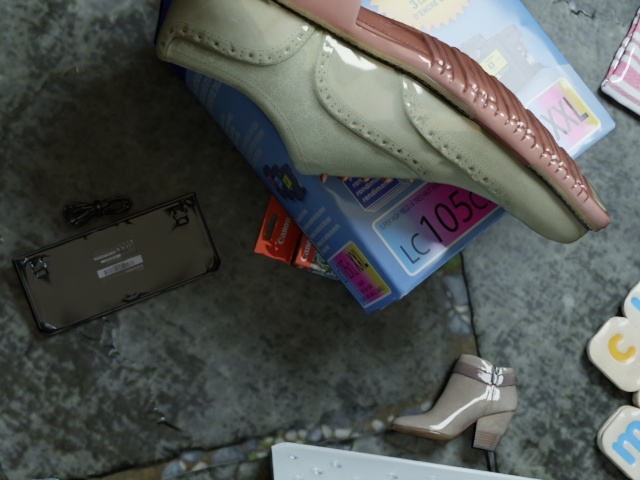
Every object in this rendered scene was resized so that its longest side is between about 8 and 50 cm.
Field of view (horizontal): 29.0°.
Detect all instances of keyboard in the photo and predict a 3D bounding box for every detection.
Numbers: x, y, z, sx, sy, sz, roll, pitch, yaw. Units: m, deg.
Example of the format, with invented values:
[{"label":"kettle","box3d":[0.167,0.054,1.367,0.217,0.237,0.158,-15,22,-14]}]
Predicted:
[{"label":"keyboard","box3d":[-0.193,0.008,1.152,0.180,0.023,0.108,-21,95,-12]}]

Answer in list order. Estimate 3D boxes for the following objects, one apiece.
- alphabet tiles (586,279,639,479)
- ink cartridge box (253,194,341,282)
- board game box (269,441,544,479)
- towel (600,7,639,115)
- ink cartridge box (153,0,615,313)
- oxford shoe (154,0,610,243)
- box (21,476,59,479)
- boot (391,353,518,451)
[{"label":"alphabet tiles","box3d":[0.411,0.144,1.248,0.278,0.021,0.284,43,79,-4]},{"label":"ink cartridge box","box3d":[0.000,0.000,1.183,0.115,0.029,0.063,18,81,-9]},{"label":"board game box","box3d":[0.154,0.308,1.017,0.389,0.390,0.050,10,108,-9]},{"label":"towel","box3d":[0.389,-0.200,1.273,0.144,0.029,0.197,30,80,-6]},{"label":"ink cartridge box","box3d":[0.034,-0.169,1.132,0.270,0.151,0.395,-38,87,-16]},{"label":"oxford shoe","box3d":[0.053,-0.101,1.000,0.397,0.140,0.146,35,107,-8]},{"label":"box","box3d":[-0.278,0.285,1.107,0.093,0.027,0.137,-2,85,-12]},{"label":"boot","box3d":[0.132,0.152,1.191,0.118,0.042,0.087,14,76,-10]}]
